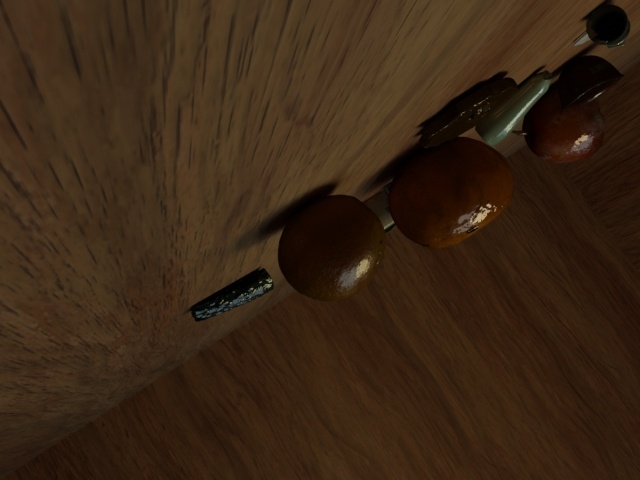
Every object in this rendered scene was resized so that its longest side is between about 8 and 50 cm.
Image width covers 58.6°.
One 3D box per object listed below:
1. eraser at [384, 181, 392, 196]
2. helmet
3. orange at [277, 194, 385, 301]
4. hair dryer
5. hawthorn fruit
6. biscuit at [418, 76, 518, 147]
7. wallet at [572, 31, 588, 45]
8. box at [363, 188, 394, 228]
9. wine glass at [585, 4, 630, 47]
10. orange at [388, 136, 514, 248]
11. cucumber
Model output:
[{"bbox_3d":[0.214,-0.132,1.473,0.085,0.063,0.027,-32,174,-17],"label":"eraser"},{"bbox_3d":[0.662,-0.407,1.451,0.175,0.106,0.155,-31,171,-9],"label":"helmet"},{"bbox_3d":[0.022,0.013,1.047,0.206,0.206,0.206,-33,174,-4],"label":"orange"},{"bbox_3d":[0.490,-0.340,1.382,0.206,0.075,0.237,-47,175,38],"label":"hair dryer"},{"bbox_3d":[0.726,-0.339,1.715,0.263,0.235,0.231,-37,176,39],"label":"hawthorn fruit"},{"bbox_3d":[0.265,-0.237,1.072,0.215,0.034,0.182,-27,170,-32],"label":"biscuit"},{"bbox_3d":[0.567,-0.433,1.205,0.083,0.011,0.044,-29,173,-38],"label":"wallet"},{"bbox_3d":[0.192,-0.088,1.572,0.212,0.095,0.168,-33,171,-10],"label":"box"},{"bbox_3d":[0.546,-0.401,1.077,0.072,0.072,0.155,-38,174,33],"label":"wine glass"},{"bbox_3d":[0.290,-0.110,1.288,0.284,0.226,0.284,-30,178,-1],"label":"orange"},{"bbox_3d":[-0.217,0.145,1.409,0.211,0.062,0.078,-30,174,-28],"label":"cucumber"}]
